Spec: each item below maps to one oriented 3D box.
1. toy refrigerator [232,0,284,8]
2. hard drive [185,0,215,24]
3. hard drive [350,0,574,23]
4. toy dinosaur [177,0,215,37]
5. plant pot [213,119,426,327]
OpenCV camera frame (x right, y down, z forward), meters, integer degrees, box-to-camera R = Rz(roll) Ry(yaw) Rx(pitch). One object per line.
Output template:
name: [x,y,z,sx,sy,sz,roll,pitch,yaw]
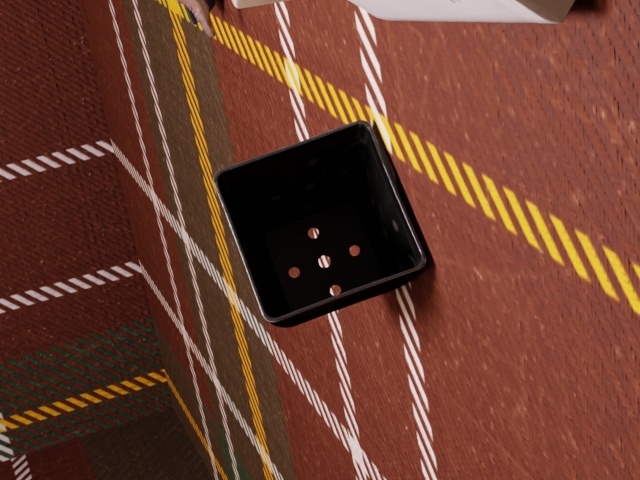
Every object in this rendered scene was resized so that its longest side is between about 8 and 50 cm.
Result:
toy refrigerator: [-0.063,-0.400,1.424,0.269,0.094,0.102,96,157,-51]
hard drive: [-0.226,-0.462,1.873,0.254,0.054,0.172,66,-179,-47]
hard drive: [0.033,-0.251,1.032,0.047,0.233,0.353,-61,20,0]
toy dinosaur: [-0.212,-0.407,1.729,0.295,0.200,0.127,92,157,-50]
plant pot: [0.000,0.000,1.469,0.167,0.188,0.188,84,166,-73]
